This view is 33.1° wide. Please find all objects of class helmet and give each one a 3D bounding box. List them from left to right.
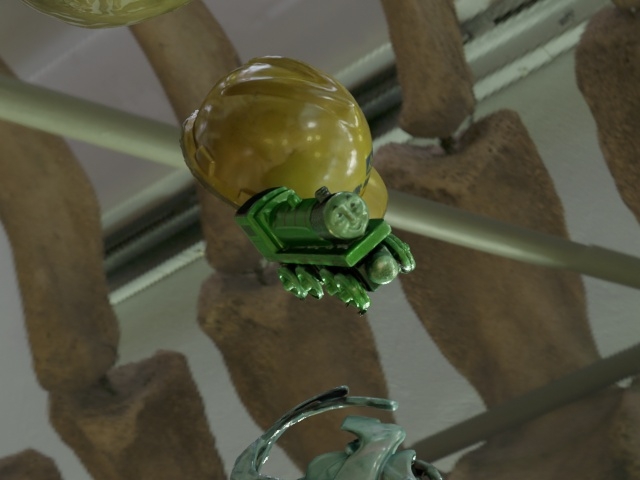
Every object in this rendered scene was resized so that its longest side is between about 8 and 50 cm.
[{"bbox_3d":[-0.024,-0.125,1.206,0.257,0.205,0.140,26,-47,3],"label":"helmet"}]

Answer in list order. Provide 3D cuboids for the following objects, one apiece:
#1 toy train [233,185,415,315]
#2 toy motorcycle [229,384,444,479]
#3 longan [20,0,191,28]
[{"bbox_3d":[0.000,0.000,1.053,0.085,0.119,0.251,-41,-167,-17],"label":"toy train"},{"bbox_3d":[0.011,0.304,1.359,0.260,0.154,0.206,-29,-110,5],"label":"toy motorcycle"},{"bbox_3d":[-0.144,-0.320,0.743,0.288,0.288,0.350,1,-106,30],"label":"longan"}]
